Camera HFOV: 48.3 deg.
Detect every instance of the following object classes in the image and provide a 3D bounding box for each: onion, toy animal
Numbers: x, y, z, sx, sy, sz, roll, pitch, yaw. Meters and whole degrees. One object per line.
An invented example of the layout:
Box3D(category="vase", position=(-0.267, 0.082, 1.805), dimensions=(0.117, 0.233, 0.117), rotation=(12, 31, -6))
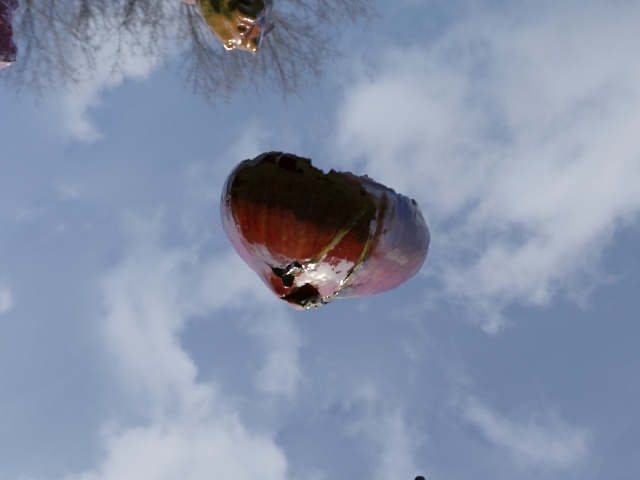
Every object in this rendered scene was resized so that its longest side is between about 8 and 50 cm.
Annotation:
Box3D(category="onion", position=(0.002, -0.010, 0.808), dimensions=(0.248, 0.248, 0.161), rotation=(30, -81, 29))
Box3D(category="toy animal", position=(-0.128, -0.294, 0.766), dimensions=(0.097, 0.158, 0.312), rotation=(-24, -147, -12))

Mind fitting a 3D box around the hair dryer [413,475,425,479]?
Box3D(category="hair dryer", position=(0.080, 0.430, 0.973), dimensions=(0.114, 0.070, 0.248), rotation=(20, -84, 17))

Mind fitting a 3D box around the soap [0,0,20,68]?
Box3D(category="soap", position=(-0.613, -0.310, 1.030), dimensions=(0.359, 0.232, 0.128), rotation=(1, -93, 45))
